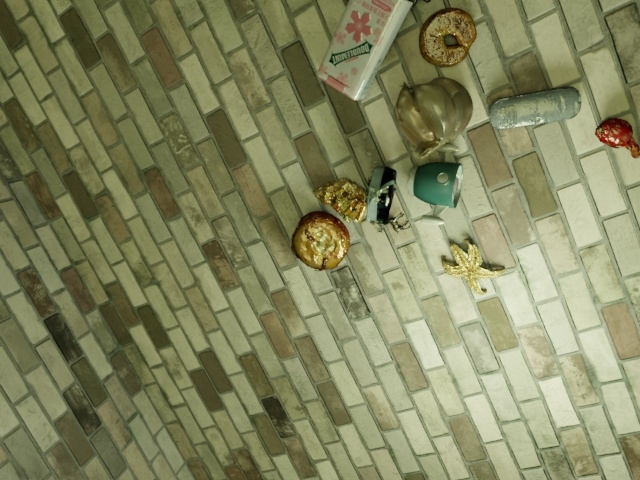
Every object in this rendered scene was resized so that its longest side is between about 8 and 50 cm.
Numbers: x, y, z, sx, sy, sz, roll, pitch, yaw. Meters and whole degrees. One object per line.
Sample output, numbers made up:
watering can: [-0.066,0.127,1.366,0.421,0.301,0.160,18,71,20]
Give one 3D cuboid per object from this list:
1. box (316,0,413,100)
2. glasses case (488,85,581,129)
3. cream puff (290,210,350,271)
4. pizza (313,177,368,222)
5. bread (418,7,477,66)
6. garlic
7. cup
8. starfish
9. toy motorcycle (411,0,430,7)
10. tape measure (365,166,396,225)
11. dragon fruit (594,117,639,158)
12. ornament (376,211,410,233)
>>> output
box: [0.145,-0.683,1.659,0.190,0.112,0.369,36,120,9]
glasses case: [0.704,-0.436,1.624,0.283,0.067,0.109,-5,108,19]
cream puff: [0.000,0.001,1.923,0.240,0.164,0.239,0,107,1]
pizza: [0.084,-0.166,1.894,0.226,0.069,0.147,36,116,3]
bread: [0.419,-0.675,1.636,0.193,0.064,0.193,4,111,9]
garlic: [0.382,-0.438,1.684,0.237,0.210,0.291,-11,98,51]
cup: [0.402,-0.203,1.741,0.173,0.167,0.299,11,84,22]
starfish: [0.572,0.104,1.841,0.216,0.071,0.238,-13,110,25]
toy motorcycle: [0.341,-0.847,1.599,0.205,0.076,0.114,-22,91,23]
tape measure: [0.220,-0.177,1.790,0.107,0.180,0.182,9,147,11]
dragon fruit: [0.970,-0.332,1.580,0.191,0.094,0.094,25,114,-16]
ornament: [0.276,-0.056,1.894,0.125,0.028,0.073,-27,98,20]
